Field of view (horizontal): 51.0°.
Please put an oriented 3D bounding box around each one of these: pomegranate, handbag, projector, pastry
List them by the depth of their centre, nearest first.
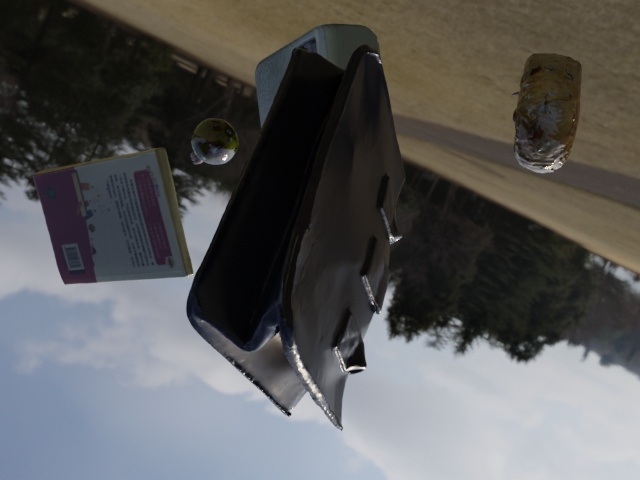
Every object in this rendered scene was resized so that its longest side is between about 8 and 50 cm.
[{"bbox_3d":[0.000,0.000,0.674,0.118,0.326,0.269,5,146,23],"label":"handbag"},{"bbox_3d":[0.283,-0.158,0.839,0.081,0.154,0.153,9,-177,9],"label":"pastry"},{"bbox_3d":[-0.162,-0.140,0.989,0.073,0.084,0.073,50,-172,-10],"label":"pomegranate"},{"bbox_3d":[-0.001,-0.204,1.039,0.108,0.199,0.250,-9,-177,-28],"label":"projector"}]

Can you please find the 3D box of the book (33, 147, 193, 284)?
[{"bbox_3d":[-0.274,-0.025,0.873,0.231,0.162,0.022,-5,-167,29],"label":"book"}]
